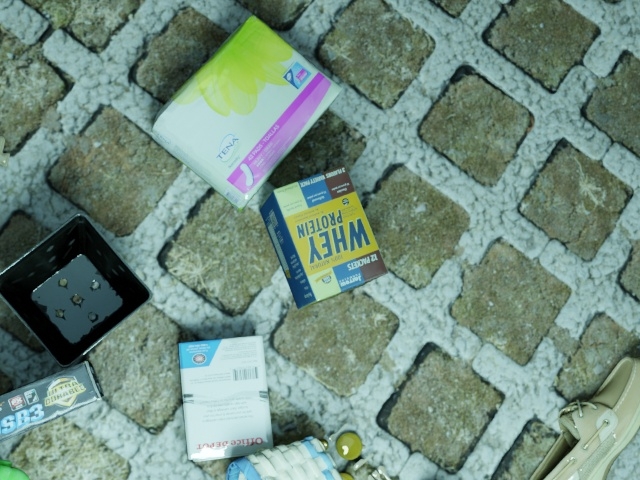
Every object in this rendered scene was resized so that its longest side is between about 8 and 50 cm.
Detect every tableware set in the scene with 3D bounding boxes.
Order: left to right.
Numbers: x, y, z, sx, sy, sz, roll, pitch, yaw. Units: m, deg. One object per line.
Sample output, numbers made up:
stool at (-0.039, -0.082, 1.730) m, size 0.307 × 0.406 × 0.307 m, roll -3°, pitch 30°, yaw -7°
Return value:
tableware set at (0.053, 0.415, 1.790) m, size 0.104 × 0.024 × 0.154 m, roll -39°, pitch 91°, yaw -11°

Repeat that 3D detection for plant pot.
plant pot at (-0.413, 0.092, 1.679) m, size 0.187 × 0.167 × 0.188 m, roll -41°, pitch 89°, yaw -14°

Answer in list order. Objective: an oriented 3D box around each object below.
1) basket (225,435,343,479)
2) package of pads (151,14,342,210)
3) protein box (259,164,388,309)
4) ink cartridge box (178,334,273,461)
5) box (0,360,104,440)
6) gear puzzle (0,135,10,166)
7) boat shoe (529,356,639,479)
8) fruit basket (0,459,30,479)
basket at (-0.104, 0.468, 1.638) m, size 0.289 × 0.254 × 0.201 m, roll -29°, pitch 66°, yaw -28°
package of pads at (-0.139, -0.238, 1.819) m, size 0.229 × 0.101 × 0.296 m, roll 39°, pitch 76°, yaw -3°
protein box at (0.000, 0.000, 1.756) m, size 0.136 × 0.200 × 0.201 m, roll -21°, pitch 86°, yaw -13°
ink cartridge box at (-0.168, 0.274, 1.737) m, size 0.148 × 0.086 × 0.203 m, roll -4°, pitch 82°, yaw -11°
box at (-0.491, 0.277, 1.568) m, size 0.296 × 0.293 × 0.073 m, roll -23°, pitch 85°, yaw -13°
gear puzzle at (-0.655, -0.034, 1.722) m, size 0.176 × 0.044 × 0.338 m, roll 12°, pitch 82°, yaw -10°
boat shoe at (0.499, 0.349, 1.834) m, size 0.110 × 0.121 × 0.341 m, roll 33°, pitch 78°, yaw -5°
fruit basket at (-0.496, 0.537, 1.473) m, size 0.283 × 0.392 × 0.392 m, roll 38°, pitch 75°, yaw 20°
